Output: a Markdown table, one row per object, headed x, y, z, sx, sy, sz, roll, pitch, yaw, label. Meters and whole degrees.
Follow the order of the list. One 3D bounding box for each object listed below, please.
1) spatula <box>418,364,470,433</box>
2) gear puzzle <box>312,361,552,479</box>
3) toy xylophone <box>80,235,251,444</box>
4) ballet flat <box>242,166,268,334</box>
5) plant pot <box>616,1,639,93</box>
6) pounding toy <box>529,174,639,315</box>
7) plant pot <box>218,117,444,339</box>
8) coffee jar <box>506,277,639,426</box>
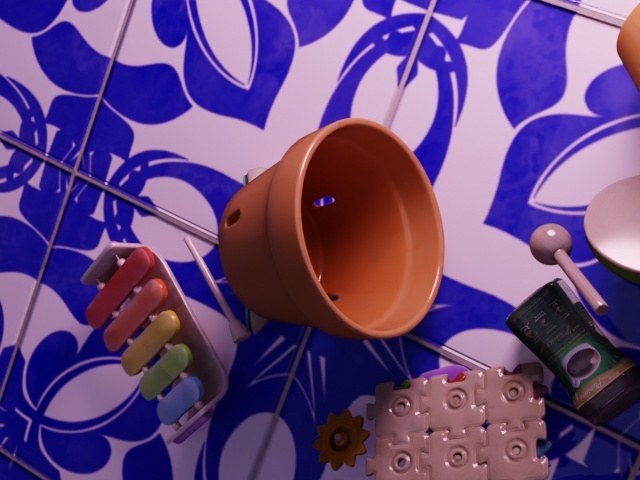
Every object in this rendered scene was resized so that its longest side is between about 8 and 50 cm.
| x | y | z | sx | sy | sz | roll | pitch | yaw | label |
| --- | --- | --- | --- | --- | --- | --- | --- | --- | --- |
| 0.208 | 0.316 | 1.493 | 0.084 | 0.030 | 0.296 | -21 | 81 | 21 | spatula |
| 0.146 | 0.270 | 1.479 | 0.339 | 0.044 | 0.175 | -11 | 60 | 23 | gear puzzle |
| -0.235 | 0.131 | 1.659 | 0.322 | 0.081 | 0.236 | 52 | 129 | 20 | toy xylophone |
| -0.072 | 0.014 | 1.614 | 0.086 | 0.086 | 0.248 | -3 | 88 | 26 | ballet flat |
| 0.459 | -0.206 | 1.294 | 0.205 | 0.205 | 0.188 | -45 | 56 | 19 | plant pot |
| 0.396 | 0.025 | 1.352 | 0.237 | 0.110 | 0.183 | -22 | 43 | -10 | pounding toy |
| 0.000 | 0.000 | 1.479 | 0.203 | 0.291 | 0.290 | -14 | 83 | 42 | plant pot |
| 0.331 | 0.145 | 1.407 | 0.096 | 0.079 | 0.184 | -41 | 72 | 12 | coffee jar |
